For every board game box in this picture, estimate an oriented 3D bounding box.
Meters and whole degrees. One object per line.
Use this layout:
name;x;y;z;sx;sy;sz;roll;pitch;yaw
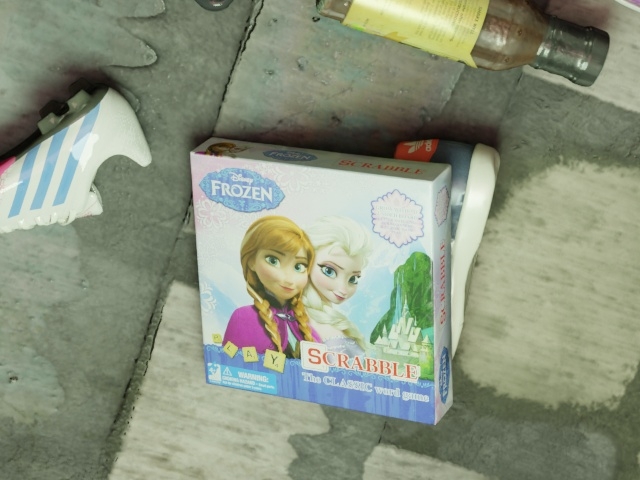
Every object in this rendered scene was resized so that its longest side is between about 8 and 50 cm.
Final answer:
board game box;0.002;0.047;2.032;0.318;0.066;0.318;7;114;23

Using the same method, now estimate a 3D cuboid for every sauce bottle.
sauce bottle;0.168;-0.262;1.955;0.344;0.111;0.111;18;111;-8

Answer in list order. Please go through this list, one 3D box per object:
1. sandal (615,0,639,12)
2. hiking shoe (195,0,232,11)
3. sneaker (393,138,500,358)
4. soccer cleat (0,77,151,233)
sandal;0.336;-0.378;1.918;0.416;0.102;0.169;32;108;-14
hiking shoe;-0.128;-0.365;1.900;0.086;0.114;0.227;-1;112;-1
sneaker;0.118;0.033;2.078;0.148;0.131;0.350;13;110;5
soccer cleat;-0.351;-0.054;2.019;0.331;0.116;0.143;-35;109;11
